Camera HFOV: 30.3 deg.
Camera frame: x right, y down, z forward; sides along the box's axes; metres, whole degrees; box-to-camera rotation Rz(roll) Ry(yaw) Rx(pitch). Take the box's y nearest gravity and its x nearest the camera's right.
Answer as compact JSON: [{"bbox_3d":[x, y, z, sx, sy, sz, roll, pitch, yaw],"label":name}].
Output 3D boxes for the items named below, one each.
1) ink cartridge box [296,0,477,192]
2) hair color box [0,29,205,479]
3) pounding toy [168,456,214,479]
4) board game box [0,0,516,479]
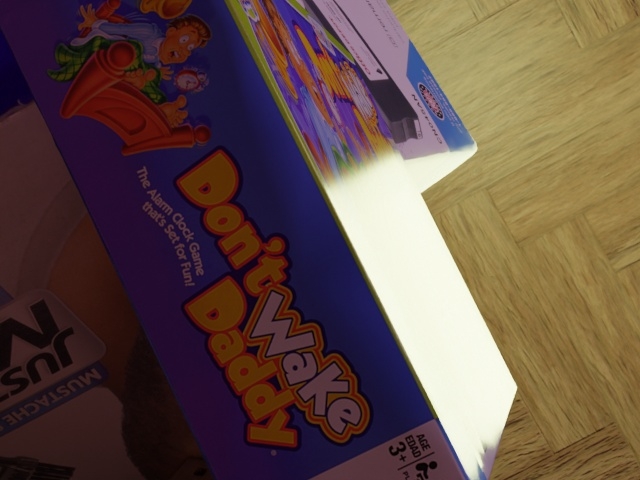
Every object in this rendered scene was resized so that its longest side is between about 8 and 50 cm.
[{"bbox_3d":[-0.044,-0.149,1.123,0.285,0.166,0.395,59,26,7],"label":"ink cartridge box"},{"bbox_3d":[-0.113,0.055,0.604,0.339,0.185,0.110,53,11,-43],"label":"hair color box"},{"bbox_3d":[-0.066,0.240,0.547,0.206,0.094,0.181,-49,136,-46],"label":"pounding toy"},{"bbox_3d":[0.000,0.000,0.554,0.233,0.078,0.347,64,10,6],"label":"board game box"}]
